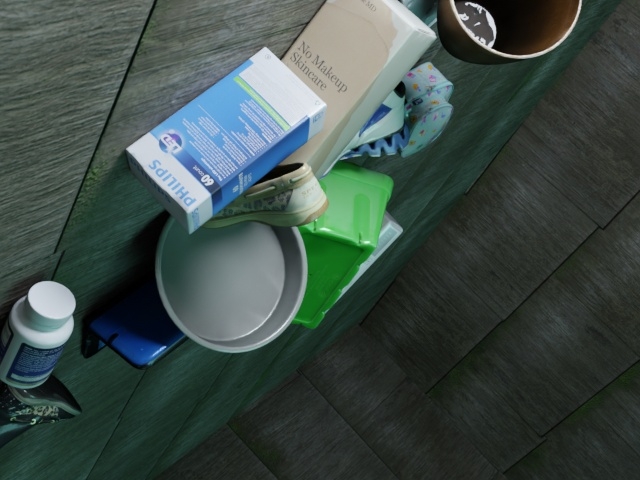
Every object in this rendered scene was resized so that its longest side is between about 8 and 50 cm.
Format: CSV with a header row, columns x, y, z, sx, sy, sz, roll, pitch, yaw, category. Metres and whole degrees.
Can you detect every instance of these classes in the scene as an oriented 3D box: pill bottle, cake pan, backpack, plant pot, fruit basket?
x,y,z,sx,sy,sz,roll,pitch,yaw,category
-0.427,0.139,1.330,0.094,0.094,0.169,-29,161,-50,pill bottle
-0.159,0.048,1.545,0.293,0.293,0.054,-38,-165,-29,cake pan
0.197,-0.280,1.872,0.188,0.144,0.166,-40,162,-33,backpack
0.277,-0.377,1.456,0.215,0.215,0.230,-43,-175,-9,plant pot
-0.015,-0.051,1.841,0.392,0.282,0.392,-164,-90,-71,fruit basket

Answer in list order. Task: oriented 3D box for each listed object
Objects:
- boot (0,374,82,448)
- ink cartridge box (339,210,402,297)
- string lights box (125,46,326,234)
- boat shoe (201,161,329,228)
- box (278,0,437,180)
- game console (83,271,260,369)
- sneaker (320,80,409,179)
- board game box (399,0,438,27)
x,y,z,sx,sy,sz,roll,pitch,yaw,category
-0.544,0.322,1.582,0.178,0.085,0.236,-42,161,-4,boot
0.013,-0.001,2.059,0.296,0.261,0.066,-47,137,10,ink cartridge box
-0.131,-0.145,1.261,0.259,0.133,0.077,-40,166,-18,string lights box
-0.121,-0.081,1.367,0.105,0.285,0.089,-57,137,-44,boat shoe
0.019,-0.249,1.388,0.311,0.148,0.121,-51,166,20,box
-0.281,0.144,1.665,0.293,0.250,0.173,-38,140,-29,game console
0.033,-0.231,1.582,0.315,0.127,0.182,-21,135,-29,sneaker
0.256,-0.514,1.450,0.390,0.050,0.390,-44,172,-6,board game box
